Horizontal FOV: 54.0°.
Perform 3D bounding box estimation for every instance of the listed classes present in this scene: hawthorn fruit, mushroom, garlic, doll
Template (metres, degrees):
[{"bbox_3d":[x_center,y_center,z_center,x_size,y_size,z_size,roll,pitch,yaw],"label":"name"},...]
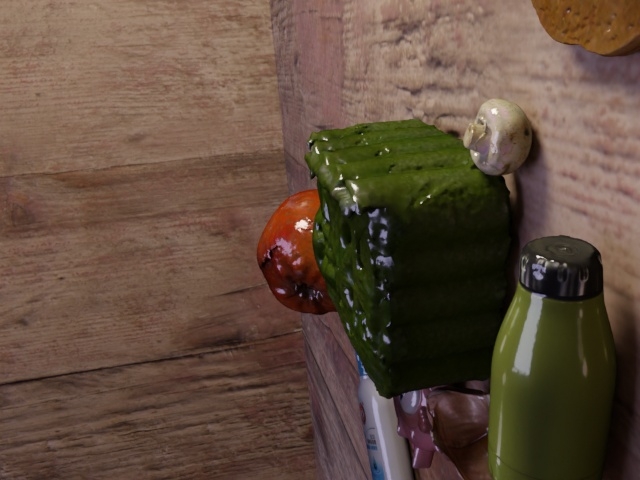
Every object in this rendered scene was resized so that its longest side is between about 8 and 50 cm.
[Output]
[{"bbox_3d":[0.000,0.000,1.358,0.276,0.276,0.307,94,180,-51],"label":"hawthorn fruit"},{"bbox_3d":[0.191,-0.113,0.686,0.083,0.068,0.083,-177,90,-81],"label":"mushroom"},{"bbox_3d":[0.203,0.263,0.814,0.174,0.099,0.124,64,-177,23],"label":"garlic"},{"bbox_3d":[0.170,0.263,1.022,0.262,0.093,0.211,-119,29,-71],"label":"doll"}]

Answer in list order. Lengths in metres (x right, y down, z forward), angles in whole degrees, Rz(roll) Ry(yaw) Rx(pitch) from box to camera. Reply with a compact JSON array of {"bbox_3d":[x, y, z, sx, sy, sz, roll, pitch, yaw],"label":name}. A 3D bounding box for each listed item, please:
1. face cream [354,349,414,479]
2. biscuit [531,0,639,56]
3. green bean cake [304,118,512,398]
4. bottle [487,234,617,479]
[{"bbox_3d":[0.131,0.380,1.369,0.163,0.080,0.336,125,136,-74],"label":"face cream"},{"bbox_3d":[0.227,-0.225,0.507,0.220,0.029,0.141,-117,20,-63],"label":"biscuit"},{"bbox_3d":[0.103,0.018,0.867,0.335,0.218,0.318,-114,19,-63],"label":"green bean cake"},{"bbox_3d":[0.218,0.126,0.593,0.112,0.112,0.260,-121,25,-66],"label":"bottle"}]
